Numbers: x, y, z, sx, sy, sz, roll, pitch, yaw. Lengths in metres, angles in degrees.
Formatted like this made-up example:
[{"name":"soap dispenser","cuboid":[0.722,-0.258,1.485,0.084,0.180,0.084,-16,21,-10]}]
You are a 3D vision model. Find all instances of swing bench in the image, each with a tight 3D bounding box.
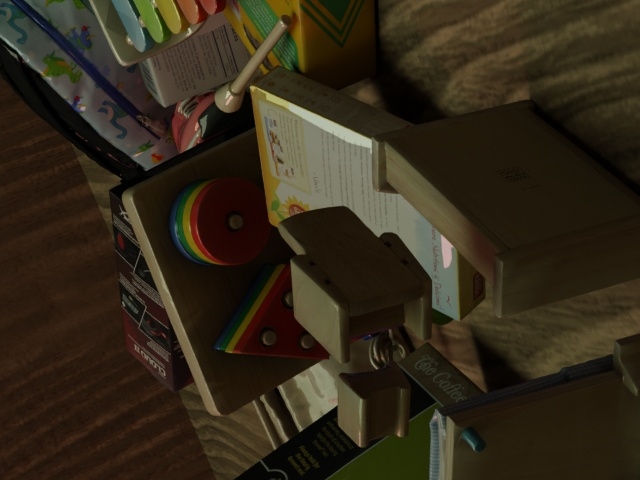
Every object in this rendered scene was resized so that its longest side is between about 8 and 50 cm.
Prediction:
[{"name":"swing bench","cuboid":[0.029,0.205,2.011,0.253,0.165,0.254,64,166,10]}]

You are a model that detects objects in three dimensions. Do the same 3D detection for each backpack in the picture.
[{"name":"backpack","cuboid":[-0.321,-0.253,2.351,0.355,0.273,0.290,26,-166,-46]}]

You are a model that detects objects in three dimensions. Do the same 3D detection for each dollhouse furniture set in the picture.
[{"name":"dollhouse furniture set","cuboid":[0.101,0.092,1.285,0.198,0.286,0.303,-132,34,-52]}]

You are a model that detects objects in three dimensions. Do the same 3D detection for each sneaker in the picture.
[{"name":"sneaker","cuboid":[-0.150,-0.144,2.201,0.136,0.116,0.314,64,167,12]}]

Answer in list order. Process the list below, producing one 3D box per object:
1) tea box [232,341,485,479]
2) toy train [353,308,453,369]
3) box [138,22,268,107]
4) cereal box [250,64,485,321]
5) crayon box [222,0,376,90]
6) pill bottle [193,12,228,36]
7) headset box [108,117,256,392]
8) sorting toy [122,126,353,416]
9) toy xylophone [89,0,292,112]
[{"name":"tea box","cuboid":[0.085,0.317,1.589,0.220,0.323,0.329,59,172,-29]},{"name":"toy train","cuboid":[0.088,0.066,1.731,0.143,0.105,0.248,0,120,57]},{"name":"box","cuboid":[-0.146,-0.242,1.964,0.072,0.137,0.126,48,158,55]},{"name":"cereal box","cuboid":[0.045,-0.045,1.571,0.240,0.047,0.173,27,140,32]},{"name":"crayon box","cuboid":[-0.031,-0.277,1.589,0.203,0.083,0.323,57,163,33]},{"name":"pill bottle","cuboid":[-0.182,-0.361,1.834,0.278,0.162,0.162,57,164,22]},{"name":"headset box","cuboid":[-0.130,0.031,2.086,0.110,0.218,0.293,38,145,35]},{"name":"sorting toy","cuboid":[-0.039,0.017,1.791,0.089,0.255,0.257,1,116,58]},{"name":"toy xylophone","cuboid":[-0.130,-0.250,1.600,0.236,0.081,0.322,61,157,14]}]
